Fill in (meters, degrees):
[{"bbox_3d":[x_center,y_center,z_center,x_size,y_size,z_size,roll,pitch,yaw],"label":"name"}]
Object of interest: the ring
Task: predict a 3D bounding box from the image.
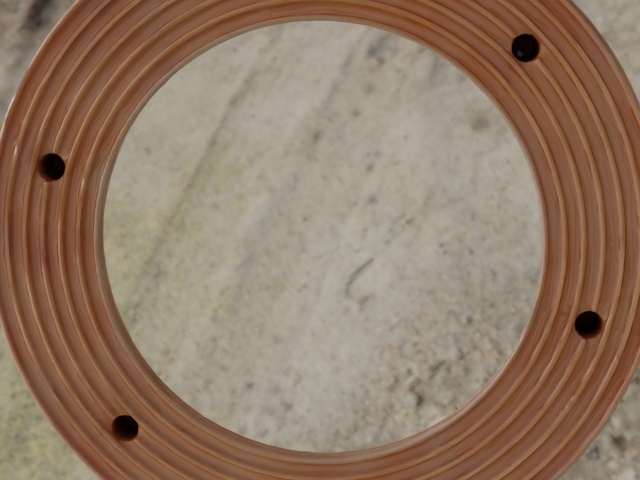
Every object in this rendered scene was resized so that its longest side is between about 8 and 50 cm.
[{"bbox_3d":[0.000,0.000,0.632,0.337,0.336,0.032,-31,5,10],"label":"ring"}]
